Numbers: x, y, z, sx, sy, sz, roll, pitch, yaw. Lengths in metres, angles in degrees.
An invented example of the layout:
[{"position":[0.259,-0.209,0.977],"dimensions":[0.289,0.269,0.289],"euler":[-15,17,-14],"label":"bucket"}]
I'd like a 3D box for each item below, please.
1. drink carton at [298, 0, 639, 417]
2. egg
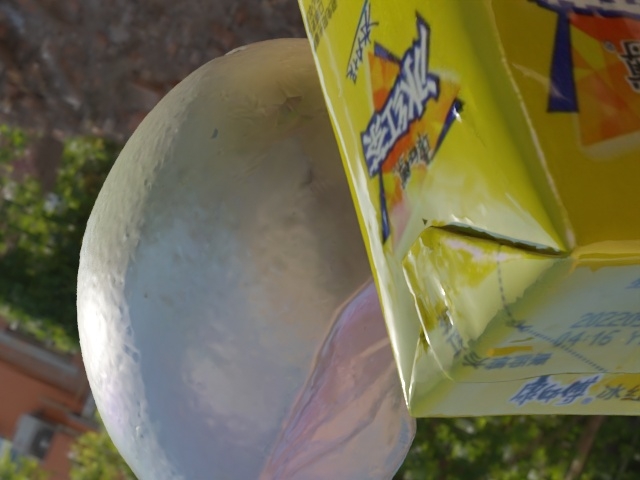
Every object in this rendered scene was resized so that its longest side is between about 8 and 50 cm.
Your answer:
[{"position":[0.076,-0.105,0.545],"dimensions":[0.155,0.351,0.111],"euler":[4,145,-27],"label":"drink carton"},{"position":[-0.019,-0.003,0.693],"dimensions":[0.206,0.271,0.161],"euler":[25,150,8],"label":"egg"}]
